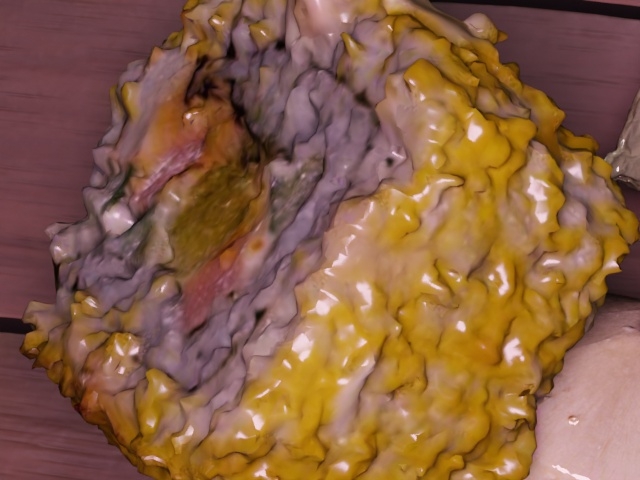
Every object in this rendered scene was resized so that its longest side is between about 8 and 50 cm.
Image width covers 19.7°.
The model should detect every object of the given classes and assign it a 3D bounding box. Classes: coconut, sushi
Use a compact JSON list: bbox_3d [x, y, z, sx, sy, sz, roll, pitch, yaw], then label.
[{"bbox_3d":[0.193,0.135,1.217,0.241,0.241,0.241,-1,84,7],"label":"coconut"},{"bbox_3d":[0.000,0.000,1.184,0.240,0.396,0.351,31,91,-33],"label":"sushi"}]

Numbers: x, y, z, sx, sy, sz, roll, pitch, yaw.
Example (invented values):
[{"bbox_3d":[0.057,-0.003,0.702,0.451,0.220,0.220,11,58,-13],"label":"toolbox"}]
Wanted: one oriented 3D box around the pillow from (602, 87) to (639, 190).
[{"bbox_3d":[0.368,-0.115,1.284,0.274,0.076,0.281,24,83,-4],"label":"pillow"}]
